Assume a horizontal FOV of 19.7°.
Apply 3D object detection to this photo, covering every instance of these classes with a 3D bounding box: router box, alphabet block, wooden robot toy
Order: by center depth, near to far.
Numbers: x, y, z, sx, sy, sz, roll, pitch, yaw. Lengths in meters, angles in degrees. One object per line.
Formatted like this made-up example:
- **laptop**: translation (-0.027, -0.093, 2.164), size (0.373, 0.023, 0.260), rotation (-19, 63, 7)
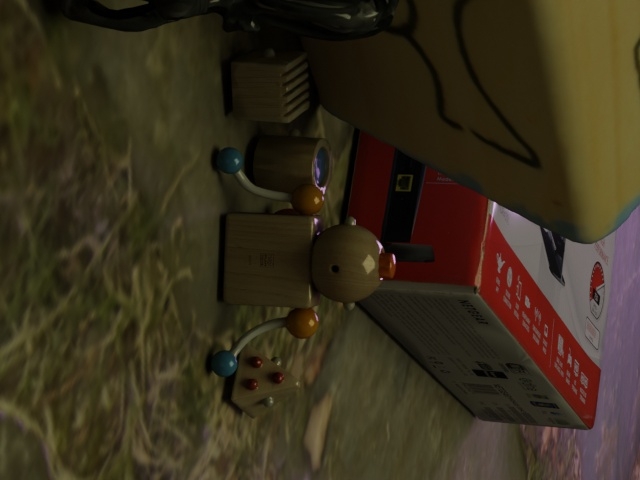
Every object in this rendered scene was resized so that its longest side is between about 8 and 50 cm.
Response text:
- **wooden robot toy**: translation (0.000, 0.000, 0.844), size (0.076, 0.079, 0.173), rotation (-8, 101, -69)
- **alphabet block**: translation (0.100, -0.152, 0.857), size (0.193, 0.192, 0.197), rotation (-46, 144, -21)
- **router box**: translation (0.118, -0.065, 1.148), size (0.335, 0.082, 0.301), rotation (44, 53, -64)

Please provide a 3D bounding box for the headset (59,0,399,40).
- **headset**: translation (-0.009, -0.272, 0.681), size (0.243, 0.185, 0.394), rotation (169, -79, -85)
